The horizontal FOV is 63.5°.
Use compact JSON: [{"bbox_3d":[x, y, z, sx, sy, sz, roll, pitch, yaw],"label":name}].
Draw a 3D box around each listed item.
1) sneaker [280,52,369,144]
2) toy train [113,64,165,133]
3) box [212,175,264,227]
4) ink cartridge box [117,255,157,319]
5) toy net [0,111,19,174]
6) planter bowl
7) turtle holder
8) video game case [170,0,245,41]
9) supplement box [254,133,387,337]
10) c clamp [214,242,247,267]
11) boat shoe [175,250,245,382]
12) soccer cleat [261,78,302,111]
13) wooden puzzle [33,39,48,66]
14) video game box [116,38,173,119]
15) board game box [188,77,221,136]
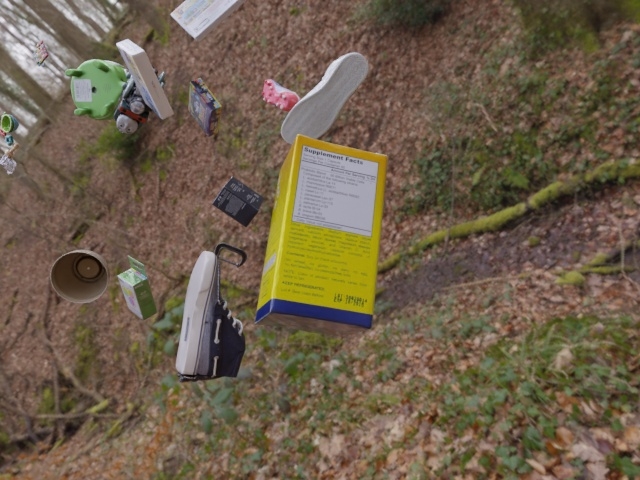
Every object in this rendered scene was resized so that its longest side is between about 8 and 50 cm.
[{"bbox_3d":[0.017,-0.380,1.386,0.292,0.108,0.169,-42,15,19],"label":"sneaker"},{"bbox_3d":[-0.650,-0.511,1.845,0.190,0.142,0.333,-49,33,28],"label":"toy train"},{"bbox_3d":[-0.311,-0.150,1.976,0.093,0.158,0.156,-52,10,18],"label":"box"},{"bbox_3d":[-0.656,0.169,1.836,0.109,0.209,0.062,23,40,38],"label":"ink cartridge box"},{"bbox_3d":[-1.213,-0.372,1.989,0.045,0.122,0.232,-13,-61,-62],"label":"toy net"},{"bbox_3d":[-0.719,0.098,1.577,0.162,0.162,0.109,-45,16,4],"label":"planter bowl"},{"bbox_3d":[-0.843,-0.626,2.110,0.321,0.243,0.227,-26,2,23],"label":"turtle holder"},{"bbox_3d":[-0.367,-0.776,1.708,0.227,0.206,0.026,-42,-34,1],"label":"video game case"},{"bbox_3d":[0.000,0.000,1.051,0.195,0.194,0.356,136,144,-68],"label":"supplement box"},{"bbox_3d":[-0.398,0.072,2.221,0.022,0.161,0.137,-75,2,-60],"label":"c clamp"},{"bbox_3d":[-0.274,0.206,1.374,0.127,0.158,0.340,0,80,62],"label":"boat shoe"},{"bbox_3d":[-0.139,-0.527,1.893,0.248,0.095,0.082,47,128,50],"label":"soccer cleat"},{"bbox_3d":[-0.818,-0.544,1.512,0.049,0.083,0.006,-36,-19,20],"label":"wooden puzzle"},{"bbox_3d":[-0.531,-0.489,1.564,0.048,0.205,0.187,-30,42,-14],"label":"video game box"},{"bbox_3d":[-0.428,-0.487,1.904,0.048,0.141,0.170,-31,-12,-25],"label":"board game box"}]
